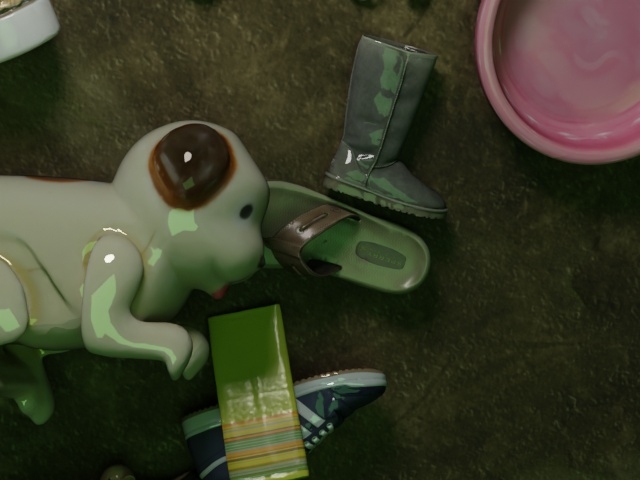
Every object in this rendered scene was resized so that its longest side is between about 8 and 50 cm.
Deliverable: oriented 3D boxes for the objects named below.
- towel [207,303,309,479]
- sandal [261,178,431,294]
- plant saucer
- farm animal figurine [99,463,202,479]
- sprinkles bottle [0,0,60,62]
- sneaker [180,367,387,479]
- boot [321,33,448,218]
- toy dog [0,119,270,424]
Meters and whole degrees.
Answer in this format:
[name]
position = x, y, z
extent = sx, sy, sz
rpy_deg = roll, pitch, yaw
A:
[towel]
position = -0.083, 0.205, 1.833
extent = 0.102, 0.021, 0.237
rpy_deg = -10, 70, 0
[sandal]
position = 0.002, -0.001, 1.826
extent = 0.302, 0.086, 0.120
rpy_deg = 12, 103, -6
[plant saucer]
position = 0.354, -0.267, 1.816
extent = 0.332, 0.084, 0.332
rpy_deg = -3, 106, -10
[farm animal figurine]
position = -0.301, 0.388, 1.828
extent = 0.326, 0.330, 0.172
rpy_deg = 1, 111, 20
[sprinkles bottle]
position = -0.429, -0.382, 1.630
extent = 0.121, 0.121, 0.355
rpy_deg = -24, 108, -2
[sneaker]
position = -0.033, 0.272, 1.865
extent = 0.282, 0.099, 0.153
rpy_deg = -16, 72, 1
[boot]
position = 0.109, -0.145, 1.823
extent = 0.189, 0.076, 0.209
rpy_deg = 17, 96, -16
[toy dog]
position = -0.252, 0.006, 1.708
extent = 0.407, 0.284, 0.396
rpy_deg = -23, 71, 6
